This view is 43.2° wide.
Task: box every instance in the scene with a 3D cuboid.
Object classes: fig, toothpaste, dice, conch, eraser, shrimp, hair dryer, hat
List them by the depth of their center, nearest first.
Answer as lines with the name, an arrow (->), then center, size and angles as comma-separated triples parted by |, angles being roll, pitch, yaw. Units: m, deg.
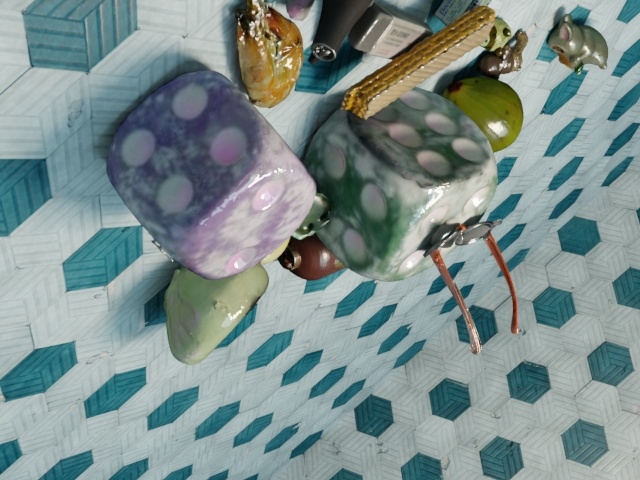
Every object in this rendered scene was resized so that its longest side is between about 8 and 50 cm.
dice -> -0.189, -0.111, 1.429 | 0.271, 0.270, 0.270 | -41, 156, 1
shrimp -> -0.091, -0.349, 1.444 | 0.154, 0.062, 0.294 | -48, 160, -14
hair dryer -> 0.024, -0.375, 1.475 | 0.272, 0.091, 0.236 | 117, -6, -67
eraser -> 0.145, -0.408, 1.605 | 0.089, 0.061, 0.352 | -50, 164, 22
toothpaste -> 0.372, -0.591, 1.690 | 0.081, 0.067, 0.336 | -5, 137, -53
conch -> -0.094, -0.091, 1.760 | 0.196, 0.134, 0.202 | -31, 148, 0
dice -> 0.177, -0.136, 1.843 | 0.330, 0.328, 0.348 | -24, 150, -34
hat -> 0.427, -0.490, 1.947 | 0.076, 0.059, 0.077 | -14, 140, -53
fig -> 0.396, -0.327, 2.015 | 0.203, 0.203, 0.225 | -44, 135, 6

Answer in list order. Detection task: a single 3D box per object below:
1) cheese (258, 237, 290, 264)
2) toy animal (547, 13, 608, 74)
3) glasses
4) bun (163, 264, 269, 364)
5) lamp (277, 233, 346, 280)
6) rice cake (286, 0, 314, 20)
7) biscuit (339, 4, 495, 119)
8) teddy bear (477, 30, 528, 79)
cheese -> -0.104, -0.036, 1.874 | 0.255, 0.127, 0.050 | -42, 156, -47
toy animal -> 0.683, -0.543, 2.190 | 0.125, 0.127, 0.251 | -40, 144, 25
glasses -> 0.362, 0.089, 1.782 | 0.234, 0.268, 0.118 | -14, 162, -48
bun -> -0.261, 0.133, 1.845 | 0.293, 0.187, 0.293 | -46, 180, 0
lamp -> 0.000, 0.000, 2.009 | 0.258, 0.180, 0.180 | -20, 148, -37
rice cake -> 0.001, -0.489, 1.348 | 0.055, 0.049, 0.270 | -3, 138, -34
biscuit -> 0.207, -0.366, 1.655 | 0.378, 0.054, 0.094 | -35, 168, -18
teddy bear -> 0.471, -0.453, 2.045 | 0.160, 0.078, 0.119 | -31, 157, -24
